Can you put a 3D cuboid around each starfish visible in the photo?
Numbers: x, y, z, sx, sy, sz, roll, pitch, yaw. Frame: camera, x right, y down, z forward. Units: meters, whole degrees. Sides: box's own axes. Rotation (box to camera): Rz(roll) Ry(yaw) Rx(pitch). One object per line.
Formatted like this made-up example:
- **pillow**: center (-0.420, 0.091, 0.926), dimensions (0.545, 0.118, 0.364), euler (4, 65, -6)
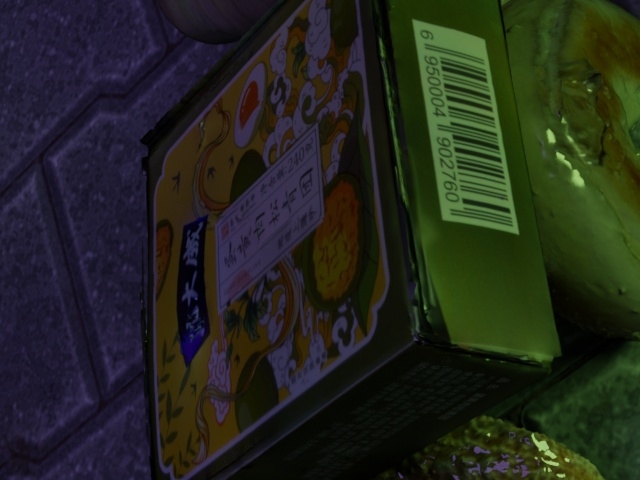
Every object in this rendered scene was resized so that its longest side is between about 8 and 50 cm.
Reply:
- **starfish**: center (0.074, 0.216, 1.494), dimensions (0.398, 0.132, 0.383), euler (11, 103, 42)

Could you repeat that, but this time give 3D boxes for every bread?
- **bread**: center (0.190, -0.073, 1.434), dimensions (0.171, 0.192, 0.314), euler (-27, 60, 36)

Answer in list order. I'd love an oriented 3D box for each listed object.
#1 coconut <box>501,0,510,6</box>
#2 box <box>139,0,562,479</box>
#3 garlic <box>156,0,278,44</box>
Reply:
- **coconut**: center (0.096, -0.251, 1.570), dimensions (0.227, 0.230, 0.227), euler (-11, 62, 21)
- **box**: center (0.000, 0.000, 1.407), dimensions (0.420, 0.138, 0.373), euler (-40, 48, 48)
- **garlic**: center (-0.069, -0.350, 1.772), dimensions (0.322, 0.241, 0.322), euler (17, 111, 51)
